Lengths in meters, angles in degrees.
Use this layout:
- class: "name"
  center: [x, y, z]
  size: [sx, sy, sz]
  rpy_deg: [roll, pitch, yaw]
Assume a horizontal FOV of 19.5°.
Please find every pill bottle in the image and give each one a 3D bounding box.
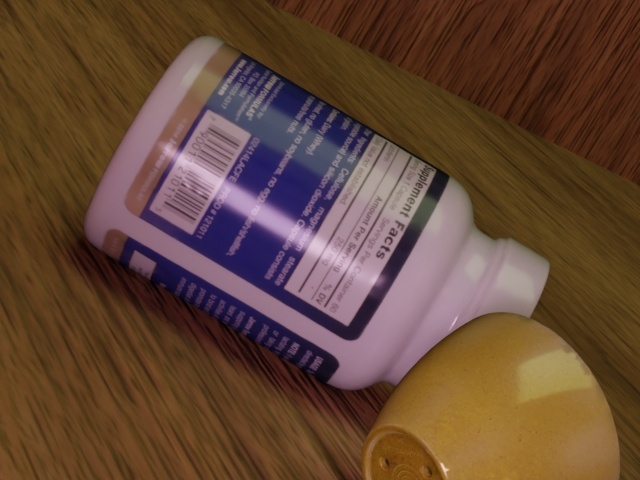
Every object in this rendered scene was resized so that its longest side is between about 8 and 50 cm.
- class: "pill bottle"
  center: [0.000, 0.000, 1.160]
  size: [0.265, 0.153, 0.153]
  rpy_deg: [31, 13, -1]

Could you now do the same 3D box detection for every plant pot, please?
- class: "plant pot"
  center: [0.078, 0.116, 1.000]
  size: [0.095, 0.134, 0.134]
  rpy_deg: [-19, 45, -38]
